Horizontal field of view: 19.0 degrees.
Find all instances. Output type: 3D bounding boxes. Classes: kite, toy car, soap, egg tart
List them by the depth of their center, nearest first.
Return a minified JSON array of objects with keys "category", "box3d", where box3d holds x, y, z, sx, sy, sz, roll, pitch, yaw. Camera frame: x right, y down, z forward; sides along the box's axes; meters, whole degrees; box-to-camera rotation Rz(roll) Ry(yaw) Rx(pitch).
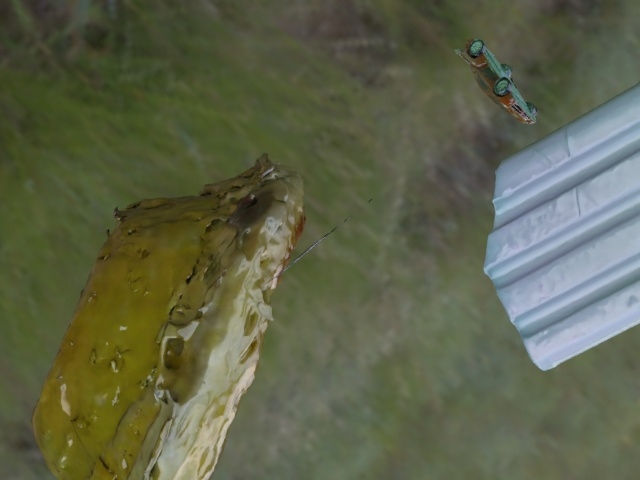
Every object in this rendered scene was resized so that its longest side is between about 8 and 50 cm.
[{"category":"kite","box3d":[0.001,-0.001,1.029,0.078,0.002,0.044,-39,179,-8]},{"category":"egg tart","box3d":[-0.104,0.068,1.188,0.295,0.116,0.295,-156,-90,-83]},{"category":"soap","box3d":[0.273,-0.034,1.569,0.289,0.173,0.095,-30,174,17]},{"category":"toy car","box3d":[0.182,-0.158,1.944,0.035,0.122,0.059,-38,135,14]}]
